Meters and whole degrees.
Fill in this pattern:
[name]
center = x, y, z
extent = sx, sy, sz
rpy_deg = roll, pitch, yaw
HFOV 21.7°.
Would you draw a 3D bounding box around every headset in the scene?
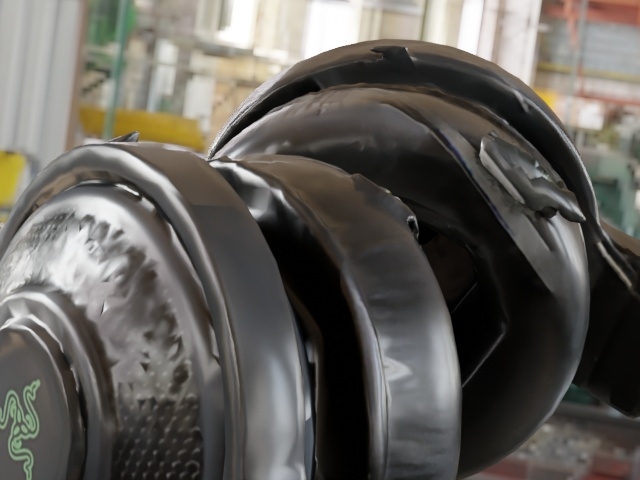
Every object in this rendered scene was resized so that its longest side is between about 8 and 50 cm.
[headset]
center = 0.000, 0.000, 0.447
extent = 0.394, 0.185, 0.243
rpy_deg = 29, 26, 16
